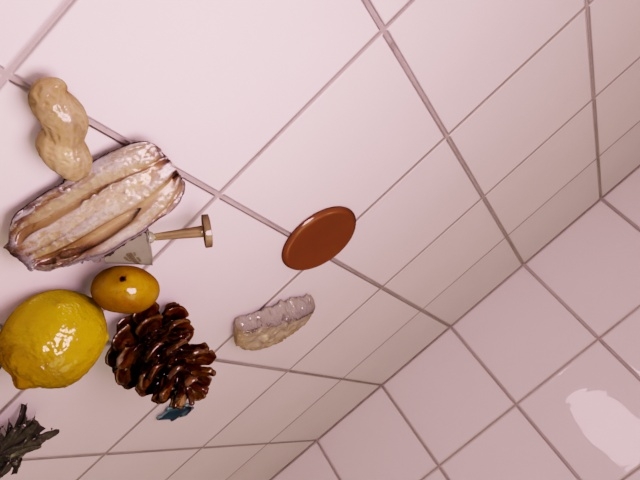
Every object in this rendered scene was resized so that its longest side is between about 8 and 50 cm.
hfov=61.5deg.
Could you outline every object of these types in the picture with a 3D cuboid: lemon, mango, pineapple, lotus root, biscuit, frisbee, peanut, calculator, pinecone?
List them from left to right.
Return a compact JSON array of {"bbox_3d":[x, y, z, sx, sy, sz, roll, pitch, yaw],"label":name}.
[{"bbox_3d":[-0.826,0.555,1.335,0.365,0.165,0.165,-33,149,-11],"label":"pineapple"},{"bbox_3d":[-0.541,0.198,1.098,0.192,0.192,0.231,94,22,-51],"label":"lemon"},{"bbox_3d":[-0.411,-0.174,0.855,0.082,0.082,0.187,-17,143,-30],"label":"peanut"},{"bbox_3d":[-0.415,-0.059,0.999,0.329,0.078,0.167,-30,115,-8],"label":"lotus root"},{"bbox_3d":[-0.412,0.103,1.138,0.136,0.099,0.227,2,176,-18],"label":"mango"},{"bbox_3d":[-0.378,0.273,1.297,0.244,0.309,0.244,-36,139,-39],"label":"pinecone"},{"bbox_3d":[-0.492,0.587,1.839,0.094,0.019,0.141,-44,150,12],"label":"calculator"},{"bbox_3d":[-0.147,0.276,1.710,0.281,0.084,0.179,-18,143,-30],"label":"biscuit"},{"bbox_3d":[0.000,0.000,1.555,0.251,0.021,0.250,-25,147,-17],"label":"frisbee"}]

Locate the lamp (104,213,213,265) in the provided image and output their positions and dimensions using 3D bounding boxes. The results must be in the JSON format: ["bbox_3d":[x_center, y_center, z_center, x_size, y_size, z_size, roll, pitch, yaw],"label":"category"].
[{"bbox_3d":[-0.333,-0.010,1.099,0.215,0.121,0.121,-8,141,-15],"label":"lamp"}]
